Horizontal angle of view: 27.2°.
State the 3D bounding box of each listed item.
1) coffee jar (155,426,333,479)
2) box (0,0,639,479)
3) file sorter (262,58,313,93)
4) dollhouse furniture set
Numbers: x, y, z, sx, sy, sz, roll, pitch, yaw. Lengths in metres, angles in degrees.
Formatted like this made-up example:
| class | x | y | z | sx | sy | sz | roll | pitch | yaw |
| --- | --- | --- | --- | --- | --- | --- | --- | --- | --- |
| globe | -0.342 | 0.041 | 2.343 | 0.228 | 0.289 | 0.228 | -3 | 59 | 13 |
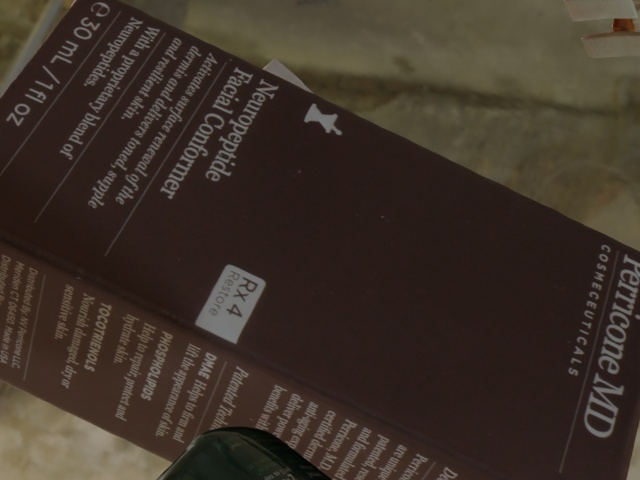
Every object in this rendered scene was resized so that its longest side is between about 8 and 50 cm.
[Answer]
| class | x | y | z | sx | sy | sz | roll | pitch | yaw |
| --- | --- | --- | --- | --- | --- | --- | --- | --- | --- |
| coffee jar | 0.024 | 0.136 | 0.382 | 0.184 | 0.079 | 0.096 | 35 | 180 | 19 |
| box | -0.014 | 0.034 | 0.738 | 0.381 | 0.191 | 0.143 | 26 | 140 | -1 |
| file sorter | 0.000 | 0.000 | 1.301 | 0.278 | 0.173 | 0.193 | 45 | 171 | 31 |
| dollhouse furniture set | 0.377 | -0.414 | 1.777 | 0.135 | 0.262 | 0.259 | 0 | 147 | 32 |
